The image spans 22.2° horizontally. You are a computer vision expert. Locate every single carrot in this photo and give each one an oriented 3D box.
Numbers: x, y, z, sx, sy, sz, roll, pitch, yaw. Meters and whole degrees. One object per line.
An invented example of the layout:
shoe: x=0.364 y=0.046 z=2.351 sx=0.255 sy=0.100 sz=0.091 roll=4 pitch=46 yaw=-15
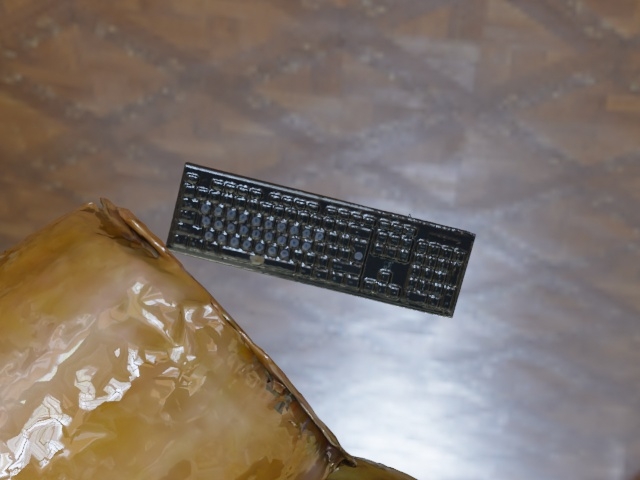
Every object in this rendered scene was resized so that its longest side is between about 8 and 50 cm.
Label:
carrot: x=-0.138 y=0.098 z=0.583 sx=0.196 sy=0.254 sz=0.196 roll=47 pitch=177 yaw=3

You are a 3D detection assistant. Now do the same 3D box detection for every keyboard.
keyboard: x=0.000 y=0.000 z=1.079 sx=0.198 sy=0.064 sz=0.010 roll=13 pitch=-169 yaw=-3

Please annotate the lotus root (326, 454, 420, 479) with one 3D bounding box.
lotus root: x=0.028 y=0.194 z=0.719 sx=0.314 sy=0.141 sz=0.169 roll=40 pitch=146 yaw=6
